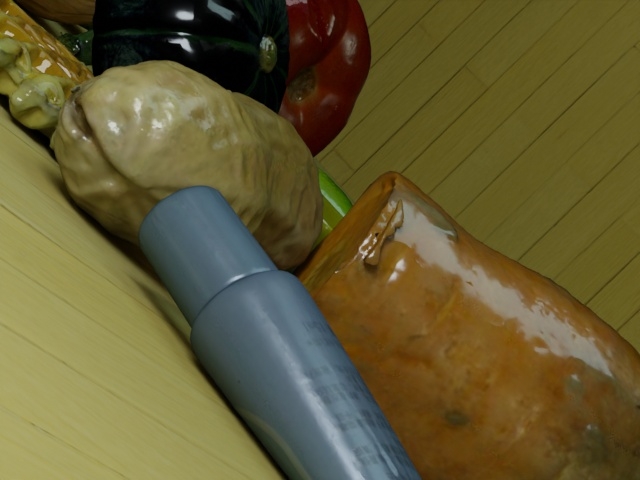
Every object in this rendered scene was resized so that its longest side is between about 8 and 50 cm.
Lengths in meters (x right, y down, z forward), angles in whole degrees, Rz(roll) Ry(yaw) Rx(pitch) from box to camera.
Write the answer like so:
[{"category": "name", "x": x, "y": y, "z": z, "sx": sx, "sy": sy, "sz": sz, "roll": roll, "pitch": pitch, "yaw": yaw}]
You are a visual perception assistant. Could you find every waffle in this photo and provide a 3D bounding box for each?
[{"category": "waffle", "x": -0.217, "y": -0.122, "z": 1.555, "sx": 0.261, "sy": 0.056, "sz": 0.250, "roll": 45, "pitch": 4, "yaw": -39}]

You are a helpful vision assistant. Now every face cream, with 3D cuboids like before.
[{"category": "face cream", "x": 0.000, "y": 0.120, "z": 1.236, "sx": 0.385, "sy": 0.086, "sz": 0.135, "roll": 54, "pitch": 9, "yaw": 28}]

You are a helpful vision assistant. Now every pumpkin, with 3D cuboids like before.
[{"category": "pumpkin", "x": -0.156, "y": -0.195, "z": 1.903, "sx": 0.248, "sy": 0.248, "sz": 0.248, "roll": 45, "pitch": 4, "yaw": -5}]

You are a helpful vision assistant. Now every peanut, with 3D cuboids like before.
[{"category": "peanut", "x": -0.088, "y": -0.049, "z": 1.454, "sx": 0.149, "sy": 0.149, "sz": 0.313, "roll": 47, "pitch": 10, "yaw": 20}]

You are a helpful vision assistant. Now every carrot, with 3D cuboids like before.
[{"category": "carrot", "x": 0.122, "y": 0.117, "z": 1.532, "sx": 0.340, "sy": 0.224, "sz": 0.224, "roll": 39, "pitch": 6, "yaw": -11}]

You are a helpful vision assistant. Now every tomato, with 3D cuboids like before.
[{"category": "tomato", "x": -0.088, "y": -0.218, "z": 2.329, "sx": 0.226, "sy": 0.298, "sz": 0.298, "roll": 30, "pitch": -5, "yaw": 33}]

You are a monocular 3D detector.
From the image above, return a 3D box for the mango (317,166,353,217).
[{"category": "mango", "x": 0.000, "y": 0.000, "z": 2.112, "sx": 0.233, "sy": 0.111, "sz": 0.125, "roll": 48, "pitch": 9, "yaw": 16}]

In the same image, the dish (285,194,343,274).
[{"category": "dish", "x": -0.018, "y": 0.022, "z": 1.749, "sx": 0.262, "sy": 0.108, "sz": 0.221, "roll": 45, "pitch": 4, "yaw": -30}]

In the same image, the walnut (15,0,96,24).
[{"category": "walnut", "x": -0.286, "y": -0.345, "z": 2.071, "sx": 0.222, "sy": 0.195, "sz": 0.195, "roll": 49, "pitch": 4, "yaw": -13}]

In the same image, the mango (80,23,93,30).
[{"category": "mango", "x": -0.325, "y": -0.386, "z": 2.300, "sx": 0.343, "sy": 0.156, "sz": 0.192, "roll": 41, "pitch": -3, "yaw": -11}]
